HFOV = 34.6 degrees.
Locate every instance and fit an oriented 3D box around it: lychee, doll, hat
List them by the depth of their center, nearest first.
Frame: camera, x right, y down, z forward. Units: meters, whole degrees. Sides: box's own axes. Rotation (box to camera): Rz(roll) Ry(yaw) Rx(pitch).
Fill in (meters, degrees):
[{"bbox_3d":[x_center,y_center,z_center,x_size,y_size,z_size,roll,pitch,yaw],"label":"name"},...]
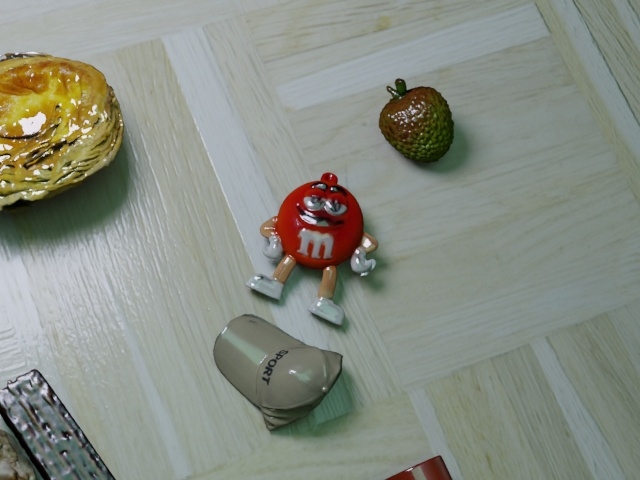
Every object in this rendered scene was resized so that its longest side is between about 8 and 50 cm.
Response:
[{"bbox_3d":[-0.068,0.175,1.455,0.175,0.085,0.147,35,69,2],"label":"hat"},{"bbox_3d":[0.000,0.000,1.534,0.183,0.085,0.217,22,77,-1],"label":"doll"},{"bbox_3d":[0.150,-0.189,1.612,0.114,0.114,0.146,-43,107,-21],"label":"lychee"}]

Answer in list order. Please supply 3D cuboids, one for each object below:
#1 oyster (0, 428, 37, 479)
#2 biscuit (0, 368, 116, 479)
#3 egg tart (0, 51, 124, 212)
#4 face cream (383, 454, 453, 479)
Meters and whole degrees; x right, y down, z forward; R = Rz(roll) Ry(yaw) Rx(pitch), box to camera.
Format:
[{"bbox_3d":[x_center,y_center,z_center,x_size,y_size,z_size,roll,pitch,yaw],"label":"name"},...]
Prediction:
[{"bbox_3d":[-0.488,0.314,1.309,0.204,0.111,0.396,-36,82,-8],"label":"oyster"},{"bbox_3d":[-0.293,0.346,1.340,0.073,0.107,0.388,-33,79,-21],"label":"biscuit"},{"bbox_3d":[-0.428,-0.145,1.493,0.297,0.132,0.297,-1,60,2],"label":"egg tart"},{"bbox_3d":[0.169,0.412,1.407,0.095,0.096,0.214,-20,75,-16],"label":"face cream"}]
